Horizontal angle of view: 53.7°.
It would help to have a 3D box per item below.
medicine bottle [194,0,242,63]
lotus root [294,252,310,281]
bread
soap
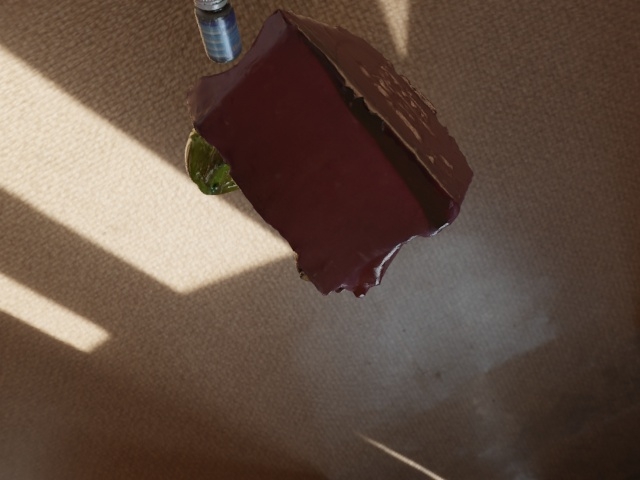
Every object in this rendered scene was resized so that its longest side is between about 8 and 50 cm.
[{"bbox_3d":[-0.219,-0.470,1.312,0.083,0.084,0.203,-14,146,-2],"label":"medicine bottle"},{"bbox_3d":[0.000,0.000,1.590,0.118,0.125,0.221,28,65,-23],"label":"lotus root"},{"bbox_3d":[-0.045,-0.187,1.034,0.383,0.112,0.166,-22,166,-31],"label":"bread"},{"bbox_3d":[0.022,-0.073,0.462,0.099,0.250,0.162,-43,90,20],"label":"soap"}]
